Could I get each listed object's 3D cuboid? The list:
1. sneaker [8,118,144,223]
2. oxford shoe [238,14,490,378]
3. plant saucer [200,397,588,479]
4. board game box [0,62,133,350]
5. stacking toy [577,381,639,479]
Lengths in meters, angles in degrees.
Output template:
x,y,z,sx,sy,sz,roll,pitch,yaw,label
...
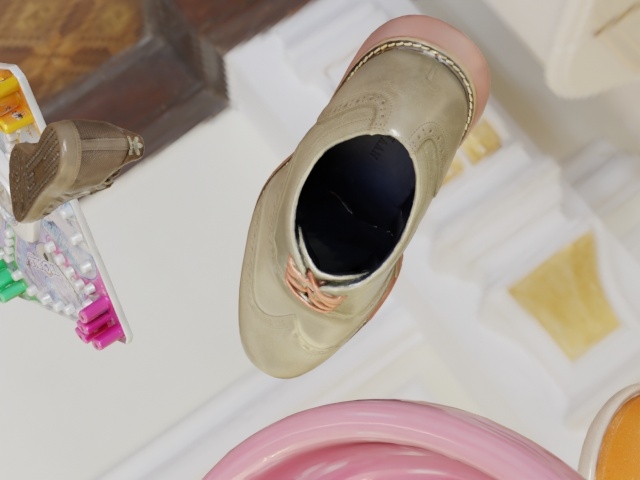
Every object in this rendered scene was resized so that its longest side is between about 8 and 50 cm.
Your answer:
x,y,z,sx,sy,sz,roll,pitch,yaw,label
-0.195,-0.051,1.063,0.071,0.066,0.188,-2,175,-25,sneaker
0.000,0.000,1.091,0.146,0.140,0.397,-59,175,-46,oxford shoe
0.055,0.243,0.692,0.332,0.332,0.084,-47,157,26,plant saucer
-0.425,-0.055,1.813,0.050,0.390,0.390,-32,-155,-28,board game box
0.629,0.364,1.864,0.480,0.350,0.351,-8,-173,44,stacking toy
